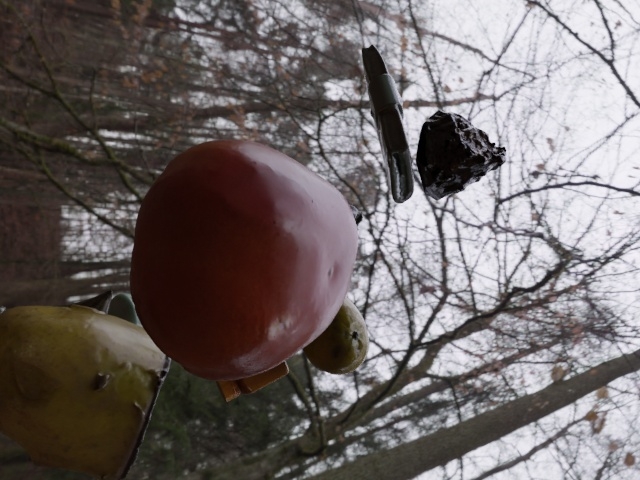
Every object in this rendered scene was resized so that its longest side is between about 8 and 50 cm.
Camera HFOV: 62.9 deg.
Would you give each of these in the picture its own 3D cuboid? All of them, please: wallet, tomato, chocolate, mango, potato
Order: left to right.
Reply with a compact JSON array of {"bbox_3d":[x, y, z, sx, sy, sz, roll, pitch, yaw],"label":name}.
[{"bbox_3d":[-0.441,0.249,0.924,0.397,0.295,0.290,-39,-148,56],"label":"potato"},{"bbox_3d":[-0.066,0.020,0.541,0.179,0.259,0.260,8,-83,32],"label":"tomato"},{"bbox_3d":[0.020,0.281,1.738,0.365,0.182,0.253,48,-53,47],"label":"mango"},{"bbox_3d":[0.170,-0.302,1.318,0.083,0.252,0.361,-13,-116,5],"label":"wallet"},{"bbox_3d":[0.371,-0.223,1.298,0.176,0.224,0.207,3,-56,42],"label":"chocolate"}]

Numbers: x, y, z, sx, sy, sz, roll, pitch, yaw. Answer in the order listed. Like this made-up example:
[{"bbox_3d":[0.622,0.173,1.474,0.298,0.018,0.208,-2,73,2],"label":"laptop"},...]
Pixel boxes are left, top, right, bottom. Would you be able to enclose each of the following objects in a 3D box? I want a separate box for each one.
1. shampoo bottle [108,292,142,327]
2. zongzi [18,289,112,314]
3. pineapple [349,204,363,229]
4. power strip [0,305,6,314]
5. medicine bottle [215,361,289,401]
[{"bbox_3d":[-0.551,0.296,1.772,0.151,0.349,0.222,-49,-125,8],"label":"shampoo bottle"},{"bbox_3d":[-0.684,0.194,1.369,0.286,0.138,0.300,29,-69,5],"label":"zongzi"},{"bbox_3d":[0.000,0.000,1.674,0.309,0.170,0.141,-33,-118,21],"label":"pineapple"},{"bbox_3d":[-0.829,0.271,1.229,0.213,0.064,0.198,-56,-163,36],"label":"power strip"},{"bbox_3d":[-0.231,0.434,1.726,0.112,0.222,0.149,66,-20,1],"label":"medicine bottle"}]
